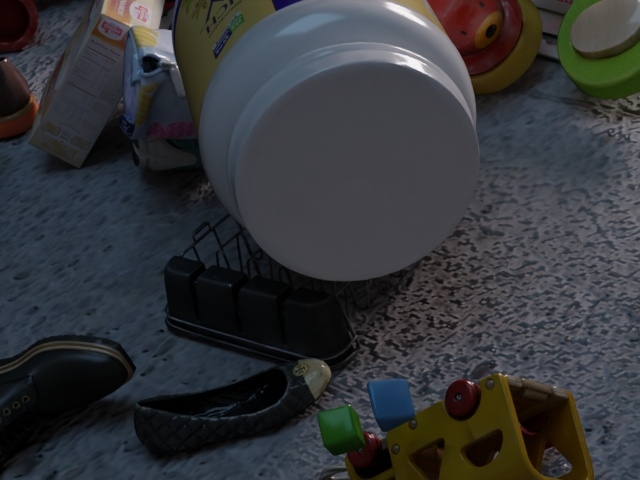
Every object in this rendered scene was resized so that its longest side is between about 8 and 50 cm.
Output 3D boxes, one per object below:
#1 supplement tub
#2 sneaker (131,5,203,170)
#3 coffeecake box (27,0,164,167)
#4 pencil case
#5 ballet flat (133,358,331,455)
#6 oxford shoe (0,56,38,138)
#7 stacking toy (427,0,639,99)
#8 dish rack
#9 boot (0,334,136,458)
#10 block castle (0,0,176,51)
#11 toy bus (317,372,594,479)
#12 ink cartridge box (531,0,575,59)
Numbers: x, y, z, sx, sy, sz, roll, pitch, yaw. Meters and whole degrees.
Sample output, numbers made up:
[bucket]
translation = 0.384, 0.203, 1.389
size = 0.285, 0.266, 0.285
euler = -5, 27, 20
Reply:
[supplement tub]
translation = 0.001, -0.135, 1.544
size = 0.241, 0.241, 0.331
euler = -16, 32, -2
[sneaker]
translation = -0.144, -0.161, 1.923
size = 0.110, 0.107, 0.275
euler = 5, 39, -3
[coffeecake box]
translation = -0.243, -0.196, 1.913
size = 0.068, 0.185, 0.142
euler = 27, 31, -15
[pencil case]
translation = -0.070, -0.160, 1.779
size = 0.273, 0.124, 0.113
euler = 1, 64, -15
[ballet flat]
translation = -0.073, 0.136, 1.472
size = 0.173, 0.049, 0.057
euler = -19, 34, -7
[oxford shoe]
translation = -0.447, -0.192, 2.059
size = 0.271, 0.098, 0.097
euler = 8, 39, 31
[stacking toy]
translation = 0.243, -0.296, 1.775
size = 0.279, 0.130, 0.309
euler = 20, 83, 42
[dish rack]
translation = 0.000, 0.000, 1.630
size = 0.208, 0.074, 0.271
euler = 14, 41, 34
[boot]
translation = -0.260, 0.161, 1.500
size = 0.198, 0.077, 0.137
euler = -17, 35, 22
[block castle]
translation = -0.331, -0.479, 2.130
size = 0.303, 0.453, 0.213
euler = -13, 26, 1
[toy bus]
translation = 0.100, 0.177, 1.287
size = 0.191, 0.202, 0.104
euler = -10, 63, -5
[ink cartridge box]
translation = 0.346, -0.335, 1.942
size = 0.207, 0.119, 0.353
euler = 23, 49, 41
